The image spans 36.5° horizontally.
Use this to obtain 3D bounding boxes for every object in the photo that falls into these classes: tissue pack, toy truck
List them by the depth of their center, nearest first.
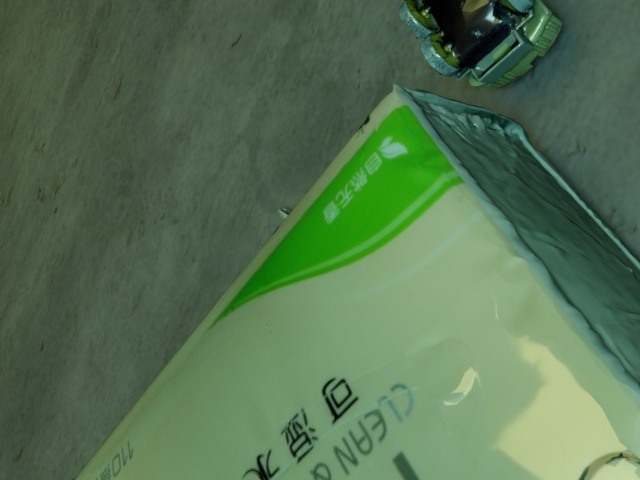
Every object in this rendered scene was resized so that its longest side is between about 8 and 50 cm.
[{"bbox_3d":[0.047,0.159,0.617,0.405,0.205,0.332,-51,53,24],"label":"tissue pack"},{"bbox_3d":[0.109,-0.199,0.725,0.085,0.116,0.191,-41,61,30],"label":"toy truck"}]

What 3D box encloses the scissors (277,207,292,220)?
[{"bbox_3d":[0.000,0.000,0.849,0.119,0.014,0.058,41,104,40],"label":"scissors"}]
